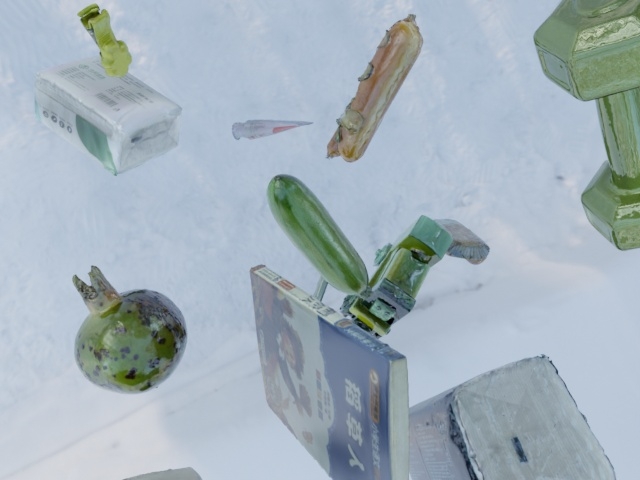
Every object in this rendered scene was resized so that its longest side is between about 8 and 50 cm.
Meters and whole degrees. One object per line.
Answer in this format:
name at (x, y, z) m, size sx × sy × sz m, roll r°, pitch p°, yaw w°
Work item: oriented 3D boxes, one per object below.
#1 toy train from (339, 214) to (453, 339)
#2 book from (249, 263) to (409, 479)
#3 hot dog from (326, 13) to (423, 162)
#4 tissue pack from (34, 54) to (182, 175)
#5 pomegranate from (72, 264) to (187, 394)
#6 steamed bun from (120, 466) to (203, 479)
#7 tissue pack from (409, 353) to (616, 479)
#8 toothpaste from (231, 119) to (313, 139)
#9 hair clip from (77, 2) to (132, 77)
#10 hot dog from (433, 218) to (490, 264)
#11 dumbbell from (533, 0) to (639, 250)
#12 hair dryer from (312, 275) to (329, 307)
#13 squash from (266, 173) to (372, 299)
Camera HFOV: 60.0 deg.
toy train at (0.211, 0.111, 1.566) m, size 0.160 × 0.253 × 0.397 m, roll 39°, pitch 54°, yaw -1°
book at (-0.002, 0.234, 0.896) m, size 0.039 × 0.428 × 0.299 m, roll -13°, pitch 110°, yaw -28°
hot dog at (0.087, -0.240, 0.908) m, size 0.072 × 0.109 × 0.269 m, roll 31°, pitch 112°, yaw 1°
tissue pack at (-0.636, -0.384, 1.678) m, size 0.266 × 0.357 × 0.193 m, roll -41°, pitch 160°, yaw -47°
pomegranate at (-0.360, 0.162, 1.010) m, size 0.198 × 0.198 × 0.246 m, roll -43°, pitch 86°, yaw -7°
steamed bun at (-0.281, 0.467, 0.846) m, size 0.242 × 0.146 × 0.164 m, roll -9°, pitch 100°, yaw -20°
tissue pack at (0.332, 0.420, 1.121) m, size 0.254 × 0.416 × 0.264 m, roll -15°, pitch 69°, yaw -16°
toothpaste at (-0.141, -0.324, 1.586) m, size 0.234 × 0.089 × 0.057 m, roll -2°, pitch 106°, yaw 23°
hair clip at (-0.434, -0.403, 1.143) m, size 0.046 × 0.173 × 0.072 m, roll 36°, pitch 68°, yaw 18°
hot dog at (0.432, 0.001, 1.788) m, size 0.163 × 0.270 × 0.081 m, roll 4°, pitch 112°, yaw -13°
dumbbell at (0.309, -0.115, 0.561) m, size 0.108 × 0.121 × 0.302 m, roll -32°, pitch 130°, yaw 8°
hair dryer at (-0.004, 0.131, 1.548) m, size 0.101 × 0.057 × 0.197 m, roll 20°, pitch 80°, yaw 16°
squash at (0.000, 0.000, 1.225) m, size 0.107 × 0.107 × 0.395 m, roll -43°, pitch 122°, yaw -6°
